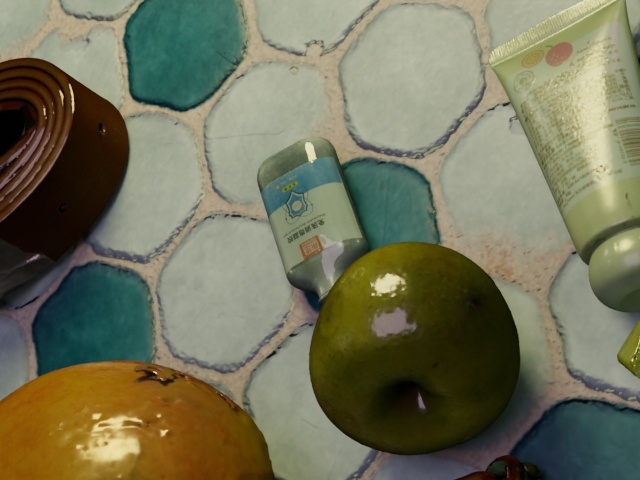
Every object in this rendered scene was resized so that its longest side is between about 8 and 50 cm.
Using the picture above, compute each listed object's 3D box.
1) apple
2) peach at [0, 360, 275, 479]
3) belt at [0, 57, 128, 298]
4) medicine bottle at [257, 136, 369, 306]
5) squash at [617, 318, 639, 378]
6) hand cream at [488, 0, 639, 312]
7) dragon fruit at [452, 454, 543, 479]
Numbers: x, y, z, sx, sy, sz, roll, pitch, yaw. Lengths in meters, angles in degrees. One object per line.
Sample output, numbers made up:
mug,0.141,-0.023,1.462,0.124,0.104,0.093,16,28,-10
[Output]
apple,0.084,0.094,1.381,0.196,0.196,0.157,-22,41,21
peach,-0.208,0.287,1.400,0.373,0.290,0.372,-1,99,-3
belt,-0.374,-0.052,1.723,0.339,0.122,0.217,-38,57,11
medicine bottle,0.000,0.000,1.533,0.090,0.054,0.208,-28,63,19
squash,0.417,0.029,1.206,0.233,0.210,0.309,35,97,19
hand cream,0.251,-0.082,1.402,0.147,0.093,0.306,-27,60,25
dragon fruit,0.144,0.263,1.329,0.175,0.142,0.138,-45,20,-15
